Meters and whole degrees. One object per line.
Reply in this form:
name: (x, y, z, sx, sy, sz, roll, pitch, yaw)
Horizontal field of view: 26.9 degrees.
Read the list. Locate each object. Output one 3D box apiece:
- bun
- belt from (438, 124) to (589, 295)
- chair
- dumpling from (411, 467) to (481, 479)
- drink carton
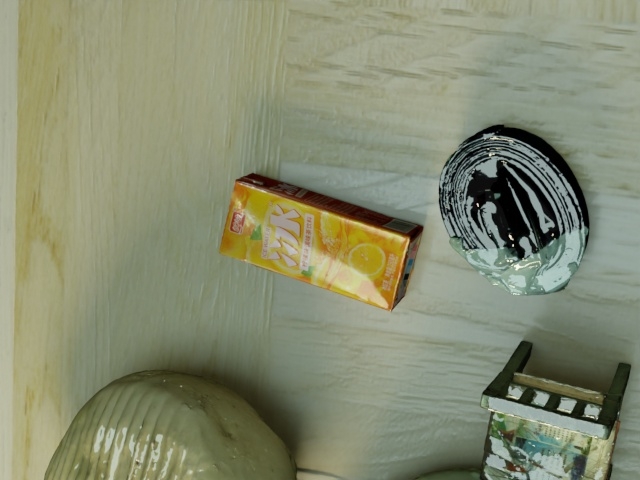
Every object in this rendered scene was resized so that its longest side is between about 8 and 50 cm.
bun: (-0.175, 0.317, 1.602, 0.362, 0.234, 0.326, -11, 79, 38)
belt: (0.216, -0.029, 1.492, 0.151, 0.078, 0.198, -33, 90, 18)
chair: (0.244, 0.213, 1.424, 0.136, 0.270, 0.147, 12, 102, 14)
dumpling: (0.126, 0.368, 1.535, 0.270, 0.212, 0.321, 31, 102, -28)
drink carton: (0.000, 0.000, 1.570, 0.222, 0.071, 0.096, 18, 106, 14)
